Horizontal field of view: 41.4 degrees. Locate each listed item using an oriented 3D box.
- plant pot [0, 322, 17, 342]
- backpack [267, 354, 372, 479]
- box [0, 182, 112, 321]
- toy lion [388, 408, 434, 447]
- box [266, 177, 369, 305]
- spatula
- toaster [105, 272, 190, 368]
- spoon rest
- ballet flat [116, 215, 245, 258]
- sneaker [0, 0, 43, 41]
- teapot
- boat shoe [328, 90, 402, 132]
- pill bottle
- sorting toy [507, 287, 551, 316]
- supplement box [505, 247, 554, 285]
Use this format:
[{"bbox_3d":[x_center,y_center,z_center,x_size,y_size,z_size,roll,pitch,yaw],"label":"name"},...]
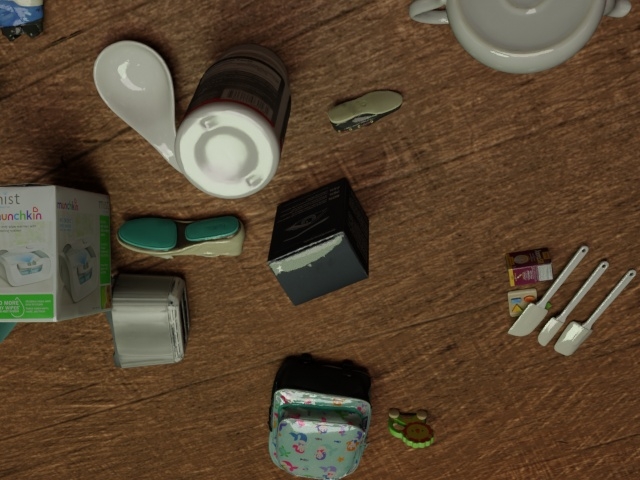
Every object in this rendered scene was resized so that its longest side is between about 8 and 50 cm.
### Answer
[{"bbox_3d":[-0.711,0.096,1.621,0.235,0.293,0.293,36,119,-3],"label":"plant pot"},{"bbox_3d":[-0.005,0.405,1.826,0.225,0.191,0.253,8,128,-2],"label":"backpack"},{"bbox_3d":[-0.479,0.022,1.515,0.127,0.262,0.231,-1,88,6],"label":"box"},{"bbox_3d":[0.199,0.417,1.863,0.100,0.096,0.034,3,123,3],"label":"toy lion"},{"bbox_3d":[0.000,0.000,1.541,0.153,0.207,0.108,-21,119,17],"label":"box"},{"bbox_3d":[0.509,0.125,1.695,0.168,0.019,0.242,24,117,-15],"label":"spatula"},{"bbox_3d":[-0.348,0.154,1.718,0.147,0.129,0.226,-1,121,0],"label":"toaster"},{"bbox_3d":[-0.288,-0.226,1.491,0.137,0.084,0.276,-25,119,18],"label":"spoon rest"},{"bbox_3d":[-0.268,0.003,1.646,0.249,0.086,0.086,-1,123,4],"label":"ballet flat"},{"bbox_3d":[-0.543,-0.378,1.425,0.152,0.058,0.084,3,115,-5],"label":"sneaker"},{"bbox_3d":[0.308,-0.367,1.306,0.256,0.187,0.252,45,98,7],"label":"teapot"},{"bbox_3d":[0.081,-0.227,1.489,0.133,0.048,0.042,-17,148,7],"label":"boat shoe"},{"bbox_3d":[-0.132,-0.204,1.374,0.161,0.283,0.161,2,123,3],"label":"pill bottle"},{"bbox_3d":[0.422,0.125,1.707,0.083,0.012,0.062,-8,122,9],"label":"sorting toy"},{"bbox_3d":[0.404,0.051,1.636,0.083,0.055,0.043,-10,121,9],"label":"supplement box"}]
